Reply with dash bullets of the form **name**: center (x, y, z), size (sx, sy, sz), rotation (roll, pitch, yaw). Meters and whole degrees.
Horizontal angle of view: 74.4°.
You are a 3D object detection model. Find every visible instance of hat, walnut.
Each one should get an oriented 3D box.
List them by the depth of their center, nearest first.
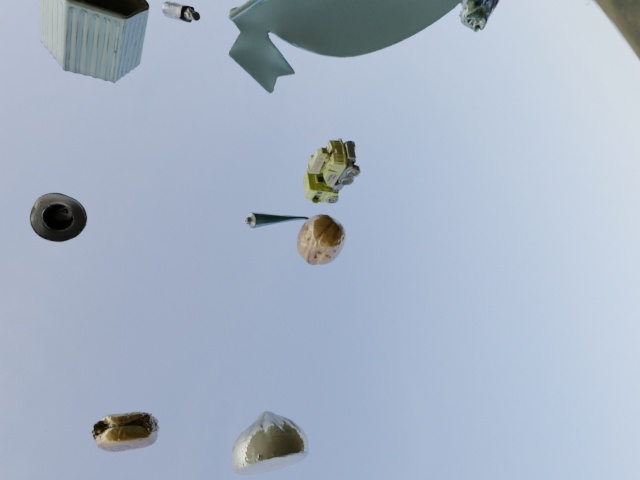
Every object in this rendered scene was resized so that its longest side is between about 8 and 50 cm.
- **hat**: center (-0.576, -0.055, 0.933), size (0.121, 0.050, 0.121), rotation (-3, -72, -8)
- **walnut**: center (0.000, 0.000, 1.292), size (0.144, 0.180, 0.144), rotation (11, -140, -9)

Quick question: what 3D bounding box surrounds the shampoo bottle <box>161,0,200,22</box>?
- **shampoo bottle**: center (-0.512, -0.839, 1.549), size (0.208, 0.057, 0.063), rotation (31, -158, 35)

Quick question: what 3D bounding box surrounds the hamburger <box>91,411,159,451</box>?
- **hamburger**: center (-0.491, 0.485, 1.070), size (0.147, 0.138, 0.083), rotation (-5, -128, -9)

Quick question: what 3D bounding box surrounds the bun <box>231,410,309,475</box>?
- **bun**: center (-0.093, 0.353, 0.749), size (0.138, 0.138, 0.094), rotation (4, -128, -32)

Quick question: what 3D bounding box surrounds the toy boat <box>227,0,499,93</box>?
- **toy boat**: center (0.052, -0.224, 0.338), size (0.067, 0.291, 0.220), rotation (54, -178, 42)

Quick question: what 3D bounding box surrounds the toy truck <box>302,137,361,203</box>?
- **toy truck**: center (0.021, -0.234, 1.443), size (0.157, 0.272, 0.124), rotation (2, -114, -21)

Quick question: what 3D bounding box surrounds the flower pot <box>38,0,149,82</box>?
- **flower pot**: center (-0.565, -0.545, 1.056), size (0.209, 0.189, 0.239), rotation (28, -139, -10)

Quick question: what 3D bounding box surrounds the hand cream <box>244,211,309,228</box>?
- **hand cream**: center (-0.140, -0.067, 1.315), size (0.224, 0.083, 0.048), rotation (-7, -78, -46)
